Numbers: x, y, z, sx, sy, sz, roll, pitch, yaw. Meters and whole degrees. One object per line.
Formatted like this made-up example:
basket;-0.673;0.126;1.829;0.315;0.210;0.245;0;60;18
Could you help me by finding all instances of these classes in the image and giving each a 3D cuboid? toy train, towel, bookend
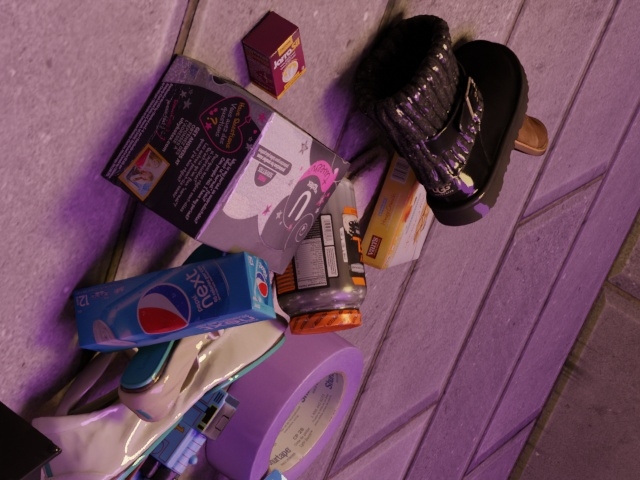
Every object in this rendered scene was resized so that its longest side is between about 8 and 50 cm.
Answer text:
toy train;-0.192;0.246;1.928;0.184;0.105;0.080;-55;158;-8
towel;0.000;0.000;2.078;0.282;0.049;0.187;-40;153;-38
bookend;-0.347;0.237;1.517;0.072;0.157;0.156;-37;150;-41

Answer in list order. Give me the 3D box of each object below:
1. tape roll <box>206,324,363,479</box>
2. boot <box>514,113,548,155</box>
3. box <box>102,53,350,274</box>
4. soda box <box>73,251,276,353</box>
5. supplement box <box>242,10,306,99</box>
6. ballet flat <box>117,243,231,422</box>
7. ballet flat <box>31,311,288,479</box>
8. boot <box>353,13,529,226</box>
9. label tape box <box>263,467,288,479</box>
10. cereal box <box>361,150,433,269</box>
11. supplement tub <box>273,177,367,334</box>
tape roll;-0.052;0.255;2.261;0.275;0.090;0.274;-46;155;-28
boot;0.303;-0.204;2.379;0.305;0.112;0.115;0;109;-62
box;-0.094;-0.078;1.644;0.163;0.142;0.247;-58;159;2
soda box;-0.161;0.070;1.633;0.071;0.210;0.067;27;51;-68
supplement box;-0.051;-0.209;1.689;0.055;0.043;0.083;-48;156;-19
ballet flat;-0.156;0.107;1.732;0.086;0.086;0.248;92;23;-52
ballet flat;-0.188;0.157;1.792;0.400;0.139;0.139;-38;151;-40
boot;0.171;-0.220;2.037;0.260;0.131;0.348;53;35;-36
label tape box;-0.087;0.536;2.125;0.347;0.249;0.115;-45;-172;-14
cereal box;0.128;-0.050;2.202;0.240;0.047;0.173;-13;123;-73
supplement tub;-0.004;0.020;1.890;0.117;0.117;0.190;12;69;-67
